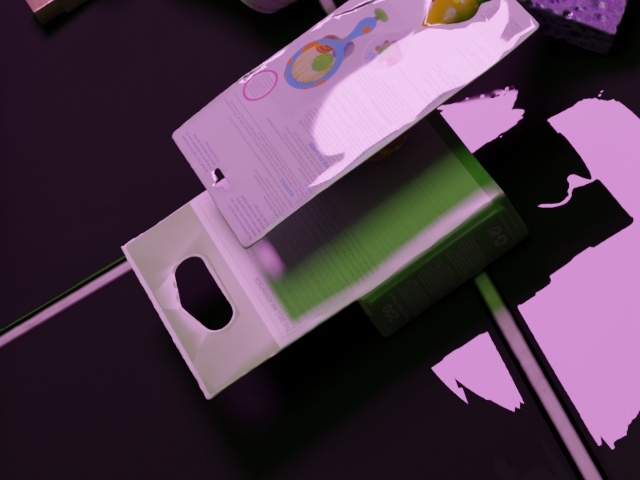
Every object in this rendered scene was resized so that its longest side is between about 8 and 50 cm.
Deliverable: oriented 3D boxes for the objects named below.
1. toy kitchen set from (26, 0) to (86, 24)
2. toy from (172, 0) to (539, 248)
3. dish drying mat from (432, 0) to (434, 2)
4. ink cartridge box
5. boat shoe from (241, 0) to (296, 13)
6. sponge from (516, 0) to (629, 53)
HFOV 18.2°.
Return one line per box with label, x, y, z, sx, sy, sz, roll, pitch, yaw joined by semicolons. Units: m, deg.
toy kitchen set;-0.220;-0.240;1.648;0.083;0.075;0.068;-33;45;-3
toy;0.029;-0.093;1.339;0.237;0.056;0.137;-39;44;4
dish drying mat;0.098;-0.171;1.467;0.032;0.008;0.083;-22;49;11
ink cartridge box;0.000;0.000;1.357;0.235;0.056;0.171;-36;46;2
boat shoe;-0.100;-0.260;1.597;0.096;0.098;0.277;-50;51;23
sponge;0.184;-0.238;1.418;0.117;0.031;0.210;22;63;4
